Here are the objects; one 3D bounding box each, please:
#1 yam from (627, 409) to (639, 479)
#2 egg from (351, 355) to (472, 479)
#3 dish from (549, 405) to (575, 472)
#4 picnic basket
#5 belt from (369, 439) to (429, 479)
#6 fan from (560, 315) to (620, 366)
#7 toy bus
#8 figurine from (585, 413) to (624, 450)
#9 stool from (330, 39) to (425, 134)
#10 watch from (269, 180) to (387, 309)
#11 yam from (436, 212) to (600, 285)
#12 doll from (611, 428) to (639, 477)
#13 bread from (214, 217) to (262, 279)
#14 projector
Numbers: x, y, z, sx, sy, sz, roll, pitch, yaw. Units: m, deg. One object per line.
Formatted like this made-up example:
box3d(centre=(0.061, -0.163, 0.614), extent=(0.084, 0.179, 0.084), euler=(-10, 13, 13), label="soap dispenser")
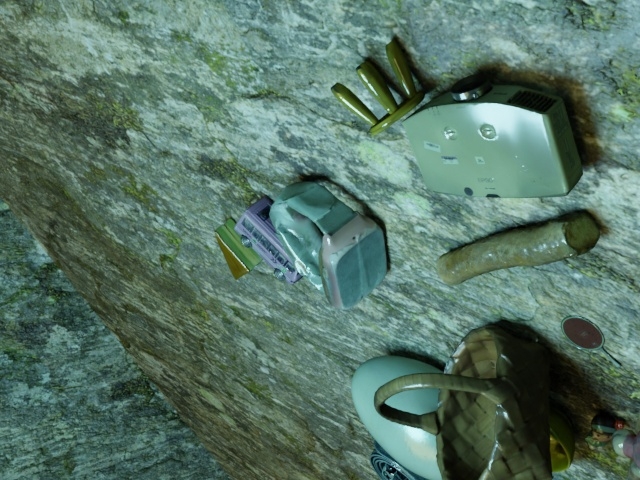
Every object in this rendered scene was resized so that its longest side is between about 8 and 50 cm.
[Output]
box3d(centre=(0.622, 0.390, 1.545), extent=(0.046, 0.046, 0.263), euler=(22, 143, 32), label="yam")
box3d(centre=(0.229, 0.398, 1.832), extent=(0.371, 0.230, 0.230), euler=(35, 148, 26), label="egg")
box3d(centre=(0.474, 0.400, 1.694), extent=(0.149, 0.080, 0.207), euler=(19, 142, 41), label="dish")
box3d(centre=(0.263, 0.323, 1.564), extent=(0.337, 0.337, 0.293), euler=(43, 148, 4), label="picnic basket")
box3d(centre=(0.238, 0.629, 2.196), extent=(0.267, 0.116, 0.206), euler=(47, 153, -8), label="belt")
box3d(centre=(0.501, 0.188, 1.487), extent=(0.133, 0.005, 0.085), euler=(41, 148, 8), label="fan")
box3d(centre=(-0.097, -0.001, 1.873), extent=(0.199, 0.096, 0.108), euler=(44, 144, 6), label="toy bus")
box3d(centre=(0.563, 0.384, 1.605), extent=(0.060, 0.047, 0.106), euler=(11, 142, 11), label="figurine")
box3d(centre=(0.099, -0.250, 1.343), extent=(0.134, 0.135, 0.110), euler=(-34, 99, 13), label="stool")
box3d(centre=(0.000, 0.000, 1.717), extent=(0.241, 0.162, 0.253), euler=(29, 144, 36), label="watch")
box3d(centre=(0.329, 0.023, 1.425), extent=(0.081, 0.081, 0.357), euler=(51, 148, -10), label="yam")
box3d(centre=(0.654, 0.392, 1.411), extent=(0.256, 0.152, 0.196), euler=(39, 140, -12), label="doll")
box3d(centre=(-0.222, 0.021, 2.057), extent=(0.139, 0.074, 0.084), euler=(49, 145, -9), label="bread")
box3d(centre=(0.265, -0.165, 1.270), extent=(0.270, 0.088, 0.193), euler=(6, 130, 45), label="projector")
